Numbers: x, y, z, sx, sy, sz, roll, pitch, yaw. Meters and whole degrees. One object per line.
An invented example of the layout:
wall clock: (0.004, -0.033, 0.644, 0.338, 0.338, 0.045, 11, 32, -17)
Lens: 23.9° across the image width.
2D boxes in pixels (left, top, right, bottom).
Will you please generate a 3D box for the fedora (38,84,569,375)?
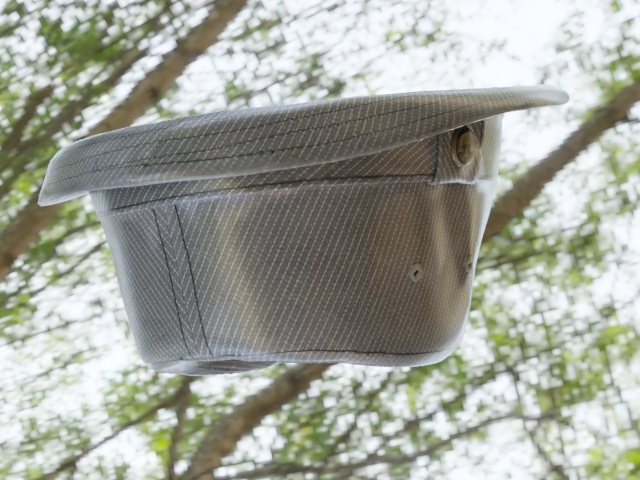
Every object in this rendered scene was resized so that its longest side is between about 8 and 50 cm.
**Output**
fedora: (0.000, 0.000, 0.726, 0.275, 0.243, 0.124, -12, -86, -64)
